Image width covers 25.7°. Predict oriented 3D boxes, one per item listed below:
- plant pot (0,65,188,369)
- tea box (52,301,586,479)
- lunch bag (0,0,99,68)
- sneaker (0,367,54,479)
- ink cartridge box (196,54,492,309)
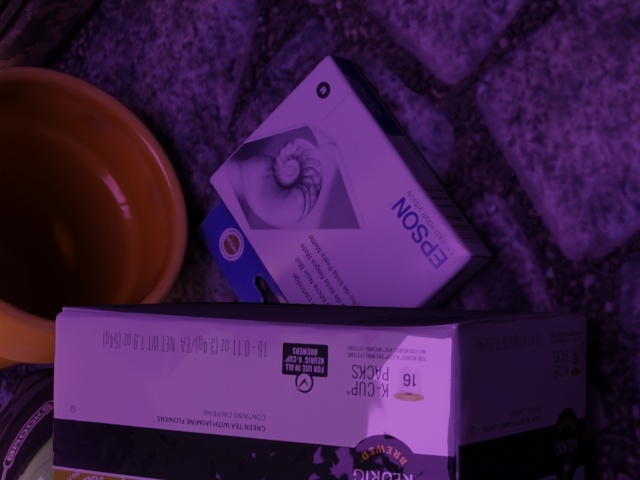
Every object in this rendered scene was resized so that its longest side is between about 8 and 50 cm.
[{"bbox_3d":[-0.284,0.010,1.264,0.239,0.254,0.254,-37,66,46],"label":"plant pot"},{"bbox_3d":[-0.002,0.208,1.006,0.329,0.220,0.323,0,90,32],"label":"tea box"},{"bbox_3d":[-0.371,-0.316,1.318,0.212,0.256,0.305,-45,64,26],"label":"lunch bag"},{"bbox_3d":[-0.321,0.317,1.329,0.483,0.185,0.202,-50,44,19],"label":"sneaker"},{"bbox_3d":[0.000,0.000,1.166,0.224,0.045,0.223,-46,64,25],"label":"ink cartridge box"}]
